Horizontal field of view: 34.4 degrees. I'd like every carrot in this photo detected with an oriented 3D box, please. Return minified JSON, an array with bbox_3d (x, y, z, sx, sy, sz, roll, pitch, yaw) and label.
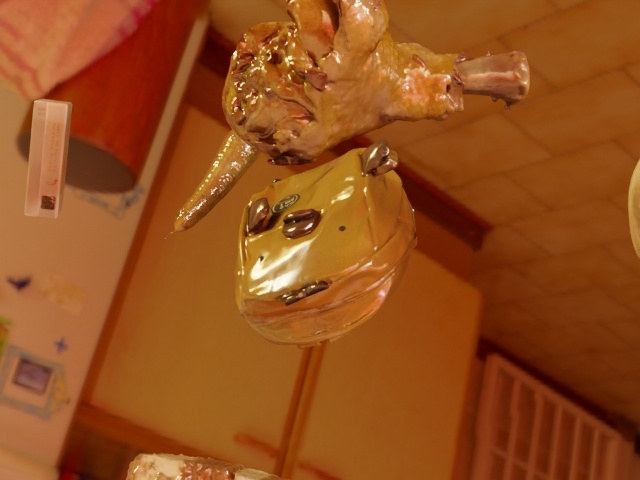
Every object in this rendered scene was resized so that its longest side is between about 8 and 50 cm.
[{"bbox_3d":[-0.205,-0.105,1.976,0.078,0.298,0.078,25,150,16],"label":"carrot"}]

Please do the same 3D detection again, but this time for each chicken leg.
[{"bbox_3d":[0.071,-0.226,1.334,0.409,0.182,0.295,-1,143,0],"label":"chicken leg"}]

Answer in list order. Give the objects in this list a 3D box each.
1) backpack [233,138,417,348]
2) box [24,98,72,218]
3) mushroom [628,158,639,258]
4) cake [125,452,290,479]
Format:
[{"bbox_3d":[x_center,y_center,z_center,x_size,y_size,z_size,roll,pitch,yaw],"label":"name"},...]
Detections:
[{"bbox_3d":[0.005,0.004,1.743,0.353,0.378,0.201,-25,123,15],"label":"backpack"},{"bbox_3d":[-0.479,-0.146,1.822,0.058,0.201,0.141,6,-171,-11],"label":"box"},{"bbox_3d":[0.540,-0.018,1.348,0.314,0.336,0.314,10,112,25],"label":"mushroom"},{"bbox_3d":[-0.163,0.468,1.581,0.290,0.256,0.282,10,169,2],"label":"cake"}]
